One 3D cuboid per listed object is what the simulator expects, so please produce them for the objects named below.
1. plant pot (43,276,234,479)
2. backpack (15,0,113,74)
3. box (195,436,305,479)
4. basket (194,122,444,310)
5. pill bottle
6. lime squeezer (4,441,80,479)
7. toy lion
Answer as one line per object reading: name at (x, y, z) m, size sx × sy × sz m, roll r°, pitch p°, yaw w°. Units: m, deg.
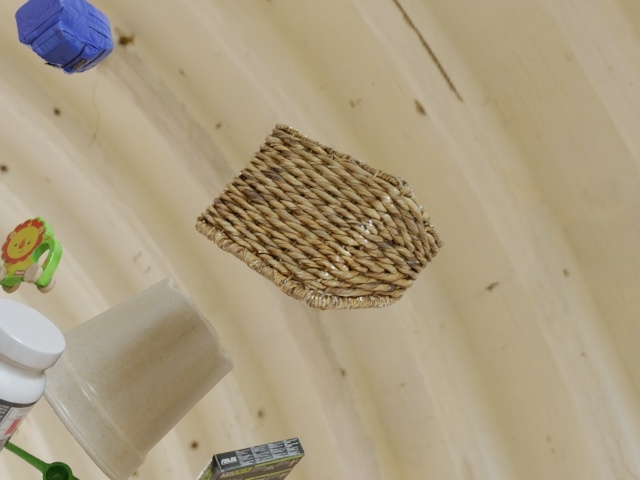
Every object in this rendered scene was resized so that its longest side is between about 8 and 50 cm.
plant pot at (-0.346, 0.245, 1.643) m, size 0.305 × 0.334 × 0.333 m, roll -36°, pitch -27°, yaw -14°
backpack at (-0.358, -0.288, 1.225) m, size 0.098 × 0.101 × 0.120 m, roll -24°, pitch -24°, yaw 22°
box at (-0.149, 0.457, 1.658) m, size 0.191 × 0.045 × 0.184 m, roll -3°, pitch -42°, yaw -36°
basket at (0.000, 0.000, 1.290) m, size 0.299 × 0.223 × 0.213 m, roll 29°, pitch -14°, yaw 39°
pill bottle at (-0.523, 0.236, 1.314) m, size 0.162 × 0.162 × 0.278 m, roll 30°, pitch -79°, yaw -45°
lime squeezer at (-0.508, 0.475, 1.690) m, size 0.110 × 0.059 × 0.310 m, roll 4°, pitch -42°, yaw 51°
toy lion at (-0.347, 0.015, 1.029) m, size 0.100 × 0.096 × 0.034 m, roll -1°, pitch -33°, yaw 32°
